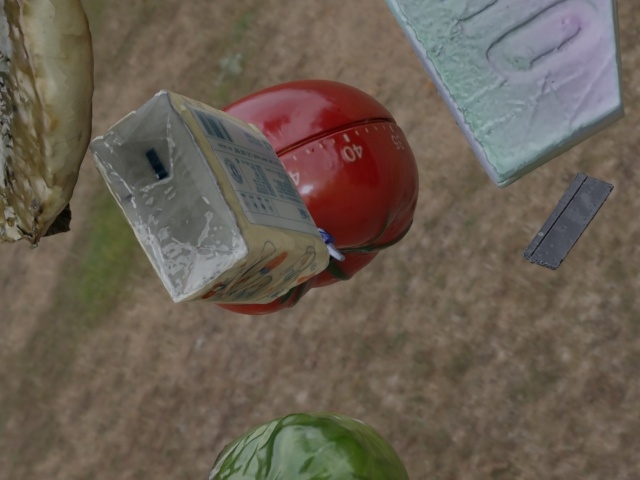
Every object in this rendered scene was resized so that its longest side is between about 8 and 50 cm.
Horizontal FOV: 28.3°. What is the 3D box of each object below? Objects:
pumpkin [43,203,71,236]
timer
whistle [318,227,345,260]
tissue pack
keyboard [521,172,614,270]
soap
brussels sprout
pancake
[{"bbox_3d":[-0.233,-0.039,1.033,0.054,0.083,0.074,-1,96,23],"label":"pumpkin"},{"bbox_3d":[-0.048,-0.067,1.827,0.378,0.378,0.279,-34,77,35],"label":"timer"},{"bbox_3d":[0.000,0.000,1.607,0.083,0.033,0.029,41,102,27],"label":"whistle"},{"bbox_3d":[-0.082,-0.027,1.013,0.092,0.196,0.148,-33,77,15],"label":"tissue pack"},{"bbox_3d":[0.434,-0.032,2.222,0.072,0.023,0.231,22,53,26],"label":"keyboard"},{"bbox_3d":[0.221,-0.319,1.604,0.261,0.156,0.446,-30,83,10],"label":"soap"},{"bbox_3d":[-0.018,0.296,1.399,0.244,0.244,0.244,-32,43,36],"label":"brussels sprout"},{"bbox_3d":[-0.225,-0.160,0.831,0.356,0.065,0.356,33,128,57],"label":"pancake"}]
